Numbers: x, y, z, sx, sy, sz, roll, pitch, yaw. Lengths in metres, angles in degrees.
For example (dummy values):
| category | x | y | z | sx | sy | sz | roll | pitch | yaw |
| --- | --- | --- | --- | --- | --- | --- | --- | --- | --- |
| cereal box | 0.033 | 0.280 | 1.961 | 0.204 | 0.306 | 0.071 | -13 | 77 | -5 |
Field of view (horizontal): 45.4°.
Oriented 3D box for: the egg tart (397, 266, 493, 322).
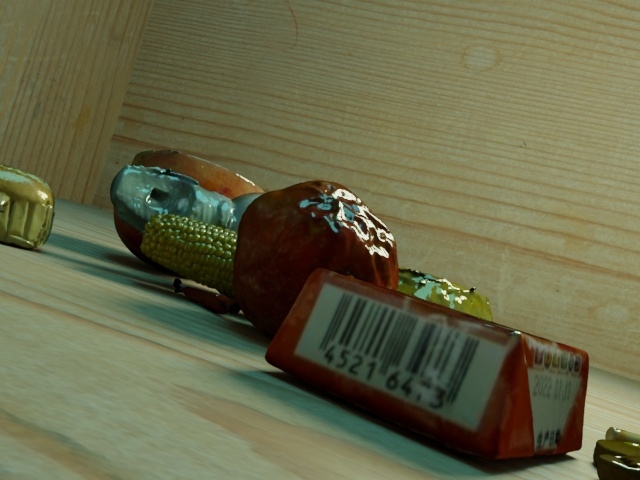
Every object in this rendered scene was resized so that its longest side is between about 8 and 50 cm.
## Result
| category | x | y | z | sx | sy | sz | roll | pitch | yaw |
| --- | --- | --- | --- | --- | --- | --- | --- | --- | --- |
| egg tart | 0.145 | 0.114 | 1.146 | 0.341 | 0.132 | 0.341 | 17 | -2 | 1 |

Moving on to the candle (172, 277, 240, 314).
| category | x | y | z | sx | sy | sz | roll | pitch | yaw |
| --- | --- | --- | --- | --- | --- | --- | --- | --- | --- |
| candle | -0.160 | 0.076 | 1.032 | 0.167 | 0.026 | 0.021 | 12 | -27 | 50 |

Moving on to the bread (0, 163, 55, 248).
| category | x | y | z | sx | sy | sz | roll | pitch | yaw |
| --- | --- | --- | --- | --- | --- | --- | --- | --- | --- |
| bread | -0.493 | -0.067 | 1.081 | 0.236 | 0.106 | 0.140 | 18 | -3 | -14 |

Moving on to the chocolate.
| category | x | y | z | sx | sy | sz | roll | pitch | yaw |
| --- | --- | --- | --- | --- | --- | --- | --- | --- | --- |
| chocolate | 0.111 | 0.114 | 0.715 | 0.237 | 0.108 | 0.235 | 15 | -3 | 37 |

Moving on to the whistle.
| category | x | y | z | sx | sy | sz | roll | pitch | yaw |
| --- | --- | --- | --- | --- | --- | --- | --- | --- | --- |
| whistle | -0.150 | -0.015 | 1.163 | 0.348 | 0.189 | 0.189 | 27 | -5 | -26 |

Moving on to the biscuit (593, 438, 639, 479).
| category | x | y | z | sx | sy | sz | roll | pitch | yaw |
| --- | --- | --- | --- | --- | --- | --- | --- | --- | --- |
| biscuit | 0.324 | 0.215 | 0.666 | 0.180 | 0.039 | 0.236 | 16 | -2 | 2 |

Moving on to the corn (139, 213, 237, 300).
| category | x | y | z | sx | sy | sz | roll | pitch | yaw |
| --- | --- | --- | --- | --- | --- | --- | --- | --- | --- |
| corn | -0.122 | 0.034 | 1.063 | 0.260 | 0.091 | 0.091 | 21 | -41 | -2 |

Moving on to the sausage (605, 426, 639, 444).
| category | x | y | z | sx | sy | sz | roll | pitch | yaw |
| --- | --- | --- | --- | --- | --- | --- | --- | --- | --- |
| sausage | 0.391 | 0.241 | 0.879 | 0.132 | 0.024 | 0.024 | 17 | -1 | -9 |

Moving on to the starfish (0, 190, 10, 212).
| category | x | y | z | sx | sy | sz | roll | pitch | yaw |
| --- | --- | --- | --- | --- | --- | --- | --- | --- | --- |
| starfish | -0.425 | -0.037 | 0.644 | 0.293 | 0.084 | 0.301 | 13 | -2 | -24 |

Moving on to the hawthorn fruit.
| category | x | y | z | sx | sy | sz | roll | pitch | yaw |
| --- | --- | --- | --- | --- | --- | --- | --- | --- | --- |
| hawthorn fruit | 0.007 | 0.038 | 0.895 | 0.207 | 0.207 | 0.243 | 17 | 4 | -23 |

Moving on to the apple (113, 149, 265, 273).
| category | x | y | z | sx | sy | sz | roll | pitch | yaw |
| --- | --- | --- | --- | --- | --- | --- | --- | --- | --- |
| apple | -0.240 | -0.025 | 1.352 | 0.251 | 0.163 | 0.293 | 18 | -16 | -10 |
